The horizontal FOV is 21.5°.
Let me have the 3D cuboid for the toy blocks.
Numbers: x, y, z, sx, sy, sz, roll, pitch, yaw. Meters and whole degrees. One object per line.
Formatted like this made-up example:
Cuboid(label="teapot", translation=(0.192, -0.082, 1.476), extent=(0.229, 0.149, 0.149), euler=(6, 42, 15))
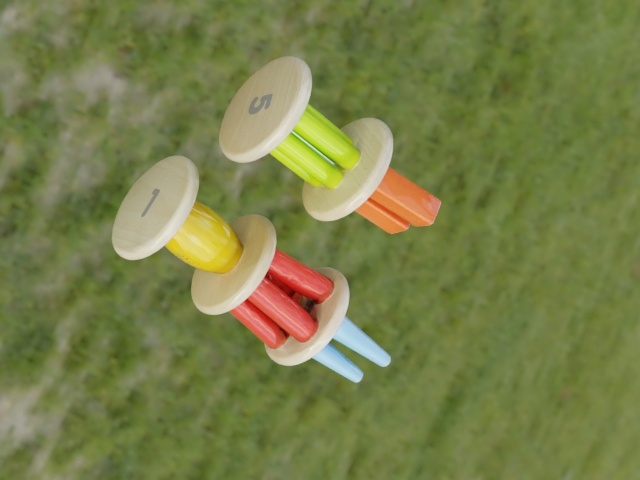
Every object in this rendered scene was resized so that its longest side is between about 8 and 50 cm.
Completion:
Cuboid(label="toy blocks", translation=(0.000, 0.000, 0.763), extent=(0.123, 0.054, 0.148), euler=(-40, 125, 20))
